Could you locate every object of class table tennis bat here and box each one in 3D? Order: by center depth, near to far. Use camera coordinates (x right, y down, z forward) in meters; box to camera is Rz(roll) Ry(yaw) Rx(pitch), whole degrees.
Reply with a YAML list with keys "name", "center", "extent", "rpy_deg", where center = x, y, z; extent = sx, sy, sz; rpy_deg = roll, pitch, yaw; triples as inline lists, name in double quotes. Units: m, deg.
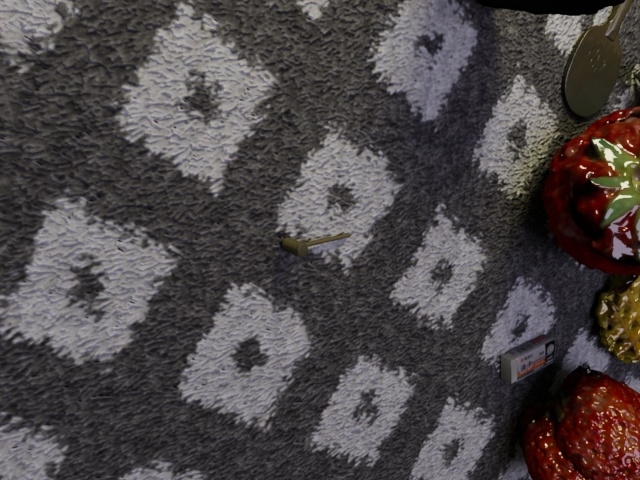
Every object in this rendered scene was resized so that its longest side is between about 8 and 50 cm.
- name: "table tennis bat"
  center: [0.481, -0.325, 1.148]
  extent: [0.131, 0.022, 0.234]
  rpy_deg: [22, 94, -36]

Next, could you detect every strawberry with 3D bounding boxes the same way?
- name: "strawberry"
  center: [0.505, -0.077, 1.112]
  extent: [0.292, 0.310, 0.291]
  rpy_deg: [0, 95, -3]
- name: "strawberry"
  center: [0.523, 0.394, 1.234]
  extent: [0.239, 0.288, 0.250]
  rpy_deg: [7, 121, -45]

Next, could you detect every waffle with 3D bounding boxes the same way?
- name: "waffle"
  center: [0.692, 0.112, 1.394]
  extent: [0.307, 0.060, 0.311]
  rpy_deg: [16, 95, -33]

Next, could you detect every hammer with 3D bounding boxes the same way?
- name: "hammer"
  center: [0.000, 0.000, 0.915]
  extent: [0.110, 0.036, 0.019]
  rpy_deg: [-15, 114, -40]

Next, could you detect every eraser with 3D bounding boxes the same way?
- name: "eraser"
  center: [0.385, 0.218, 1.243]
  extent: [0.122, 0.029, 0.052]
  rpy_deg: [-18, 114, -29]

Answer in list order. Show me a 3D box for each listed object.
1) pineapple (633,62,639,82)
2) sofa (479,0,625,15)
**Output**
- name: "pineapple"
  center: [0.662, -0.176, 1.245]
  extent: [0.175, 0.175, 0.361]
  rpy_deg: [-26, 102, -25]
- name: "sofa"
  center: [0.290, -0.402, 0.848]
  extent: [0.182, 0.258, 0.199]
  rpy_deg: [3, 102, -21]
